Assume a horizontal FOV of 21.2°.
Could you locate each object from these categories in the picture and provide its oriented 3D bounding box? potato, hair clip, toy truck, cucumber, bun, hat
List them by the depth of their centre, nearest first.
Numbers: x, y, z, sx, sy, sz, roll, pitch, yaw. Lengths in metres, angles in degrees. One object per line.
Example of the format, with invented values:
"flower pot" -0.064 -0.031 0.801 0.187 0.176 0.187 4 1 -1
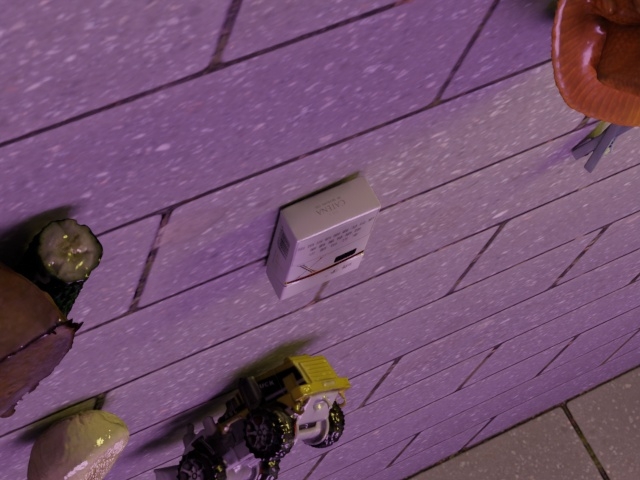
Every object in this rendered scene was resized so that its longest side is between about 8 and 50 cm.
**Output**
"hat" 0.328 -0.121 1.229 0.233 0.233 0.244 -32 139 -22
"potato" -0.283 0.097 1.244 0.243 0.098 0.138 -33 166 2
"cucumber" -0.209 0.044 1.277 0.058 0.058 0.187 -20 161 -29
"bun" -0.249 0.212 1.728 0.115 0.069 0.115 -48 169 -12
"hair clip" 0.302 -0.113 1.736 0.039 0.030 0.115 -42 176 -34
"toy truck" -0.088 0.230 1.987 0.286 0.111 0.136 -37 161 31

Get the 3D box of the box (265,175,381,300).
"box" 0.000 0.000 1.536 0.084 0.040 0.154 -25 163 -16
